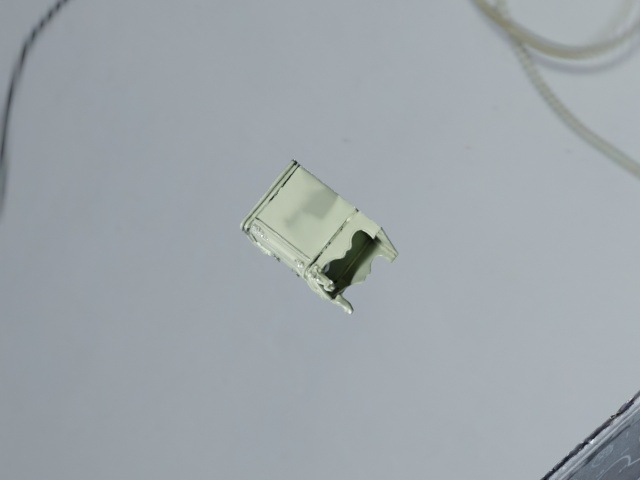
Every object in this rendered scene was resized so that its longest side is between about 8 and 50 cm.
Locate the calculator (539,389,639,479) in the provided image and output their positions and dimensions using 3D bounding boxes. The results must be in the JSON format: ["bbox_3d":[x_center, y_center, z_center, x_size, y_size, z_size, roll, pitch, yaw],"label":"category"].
[{"bbox_3d":[0.188,0.226,1.515,0.274,0.165,0.028,-39,64,-17],"label":"calculator"}]

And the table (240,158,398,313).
[{"bbox_3d":[0.000,0.000,1.331,0.083,0.079,0.062,37,86,20],"label":"table"}]
